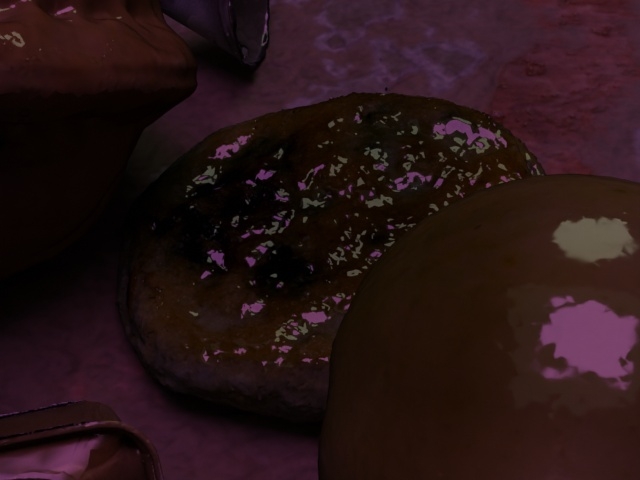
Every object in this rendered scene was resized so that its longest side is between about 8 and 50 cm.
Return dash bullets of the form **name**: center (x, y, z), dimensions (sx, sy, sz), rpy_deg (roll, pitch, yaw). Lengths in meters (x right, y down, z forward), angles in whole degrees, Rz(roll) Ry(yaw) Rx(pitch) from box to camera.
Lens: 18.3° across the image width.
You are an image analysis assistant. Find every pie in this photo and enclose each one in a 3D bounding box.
- **pie**: center (0.000, 0.000, 1.368), dimensions (0.323, 0.070, 0.323), rpy_deg (-4, 43, 4)

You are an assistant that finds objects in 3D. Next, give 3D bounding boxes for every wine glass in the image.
- **wine glass**: center (-0.138, -0.191, 1.556), dimensions (0.183, 0.122, 0.122), rpy_deg (1, 44, 15)

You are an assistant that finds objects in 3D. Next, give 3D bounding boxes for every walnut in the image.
- **walnut**: center (-0.289, -0.139, 1.342), dimensions (0.383, 0.383, 0.383), rpy_deg (-3, 44, 3)

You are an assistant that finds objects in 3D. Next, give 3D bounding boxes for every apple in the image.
- **apple**: center (0.136, 0.108, 1.085), dimensions (0.254, 0.292, 0.292), rpy_deg (5, 44, 27)

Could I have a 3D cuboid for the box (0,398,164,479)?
- **box**: center (-0.182, 0.159, 1.202), dimensions (0.177, 0.111, 0.111), rpy_deg (-11, 44, -4)
